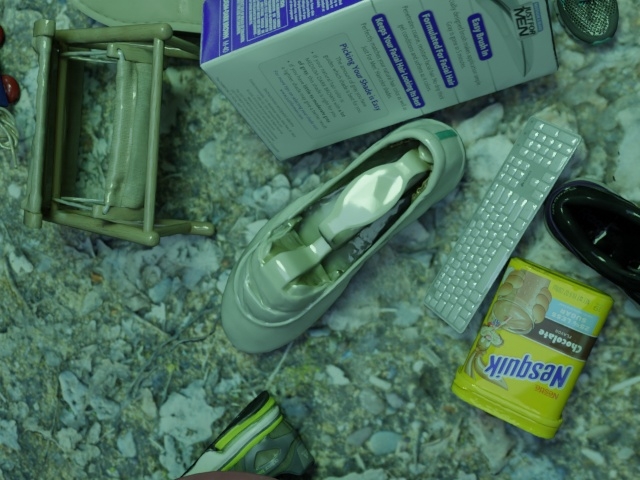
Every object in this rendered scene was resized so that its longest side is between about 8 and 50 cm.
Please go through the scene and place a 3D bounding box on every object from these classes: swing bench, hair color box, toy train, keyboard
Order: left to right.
[{"bbox_3d":[-0.527,-0.203,0.951,0.143,0.105,0.248,-16,89,29],"label":"toy train"},{"bbox_3d":[-0.271,-0.138,0.833,0.255,0.165,0.253,8,97,18],"label":"swing bench"},{"bbox_3d":[0.063,-0.220,0.696,0.339,0.185,0.110,-14,59,19],"label":"hair color box"},{"bbox_3d":[0.203,-0.017,0.746,0.072,0.014,0.256,44,110,50],"label":"keyboard"}]

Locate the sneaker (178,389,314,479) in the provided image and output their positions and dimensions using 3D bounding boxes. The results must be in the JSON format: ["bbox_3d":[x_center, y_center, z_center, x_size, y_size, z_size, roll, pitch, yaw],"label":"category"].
[{"bbox_3d":[-0.130,0.342,0.858,0.121,0.111,0.300,43,108,6],"label":"sneaker"}]

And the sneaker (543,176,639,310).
[{"bbox_3d":[0.354,0.039,0.662,0.283,0.124,0.107,33,104,13],"label":"sneaker"}]

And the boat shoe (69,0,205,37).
[{"bbox_3d":[-0.180,-0.315,0.825,0.324,0.097,0.116,14,103,17],"label":"boat shoe"}]

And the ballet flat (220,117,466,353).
[{"bbox_3d":[0.000,0.000,0.773,0.400,0.139,0.139,-42,81,17],"label":"ballet flat"}]

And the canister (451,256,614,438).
[{"bbox_3d":[0.238,0.117,0.735,0.126,0.073,0.170,24,100,15],"label":"canister"}]

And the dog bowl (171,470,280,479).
[{"bbox_3d":[-0.112,0.459,0.780,0.408,0.150,0.408,1,110,2],"label":"dog bowl"}]

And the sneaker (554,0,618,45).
[{"bbox_3d":[0.274,-0.290,0.687,0.065,0.076,0.166,-17,89,20],"label":"sneaker"}]
